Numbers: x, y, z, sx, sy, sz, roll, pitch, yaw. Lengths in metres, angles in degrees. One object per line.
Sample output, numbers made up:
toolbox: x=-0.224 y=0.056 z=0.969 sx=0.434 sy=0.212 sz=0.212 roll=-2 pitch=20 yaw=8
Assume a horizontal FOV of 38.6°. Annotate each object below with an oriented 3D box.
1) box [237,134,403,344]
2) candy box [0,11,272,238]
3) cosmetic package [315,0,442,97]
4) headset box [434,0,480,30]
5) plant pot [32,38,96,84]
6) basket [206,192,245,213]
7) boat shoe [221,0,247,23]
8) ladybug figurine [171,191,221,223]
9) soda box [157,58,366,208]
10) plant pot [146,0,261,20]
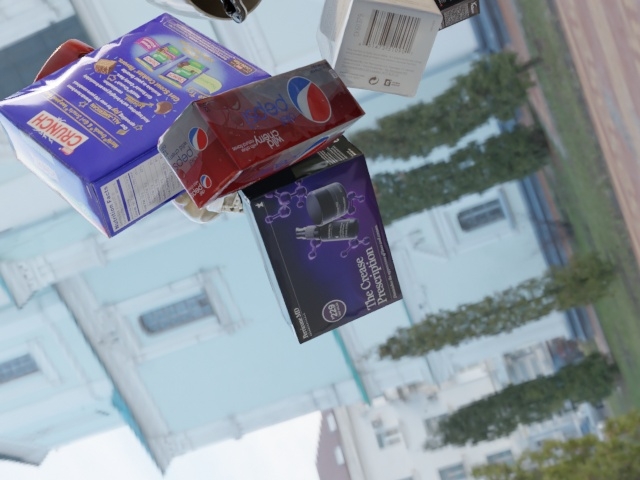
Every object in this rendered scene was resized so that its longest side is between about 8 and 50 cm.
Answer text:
box: x=0.000 y=0.000 z=1.385 sx=0.103 sy=0.184 sz=0.261 roll=-125 pitch=15 yaw=-60
candy box: x=-0.267 y=-0.179 z=1.348 sx=0.268 sy=0.317 sz=0.122 roll=36 pitch=148 yaw=34
cosmetic package: x=0.089 y=-0.350 z=1.498 sx=0.183 sy=0.151 sz=0.151 roll=-101 pitch=23 yaw=-52
headset box: x=0.192 y=-0.577 z=2.113 sx=0.110 sy=0.293 sz=0.218 roll=41 pitch=-153 yaw=-74
plant pot: x=-0.405 y=-0.230 z=1.612 sx=0.174 sy=0.191 sz=0.191 roll=31 pitch=-165 yaw=-1
basket: x=-0.126 y=-0.134 z=1.561 sx=0.113 sy=0.103 sz=0.167 roll=124 pitch=156 yaw=-62
boat shoe: x=-0.173 y=-0.463 z=1.798 sx=0.038 sy=0.046 sz=0.125 roll=-59 pitch=-10 yaw=-18
ladybug figurine: x=-0.249 y=-0.216 z=2.159 sx=0.449 sy=0.162 sz=0.305 roll=-55 pitch=-17 yaw=-54
soda box: x=-0.061 y=-0.128 z=1.049 sx=0.092 sy=0.083 sz=0.263 roll=55 pitch=-141 yaw=3
plant pot: x=-0.296 y=-0.605 z=2.043 sx=0.257 sy=0.274 sz=0.256 roll=-4 pitch=-84 yaw=-40
